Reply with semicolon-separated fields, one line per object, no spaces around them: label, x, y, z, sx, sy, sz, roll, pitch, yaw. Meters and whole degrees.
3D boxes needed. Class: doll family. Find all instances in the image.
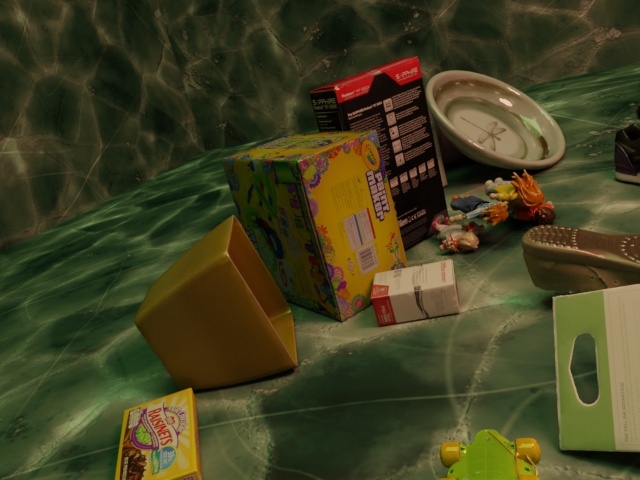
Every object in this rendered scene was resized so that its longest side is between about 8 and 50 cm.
doll family;0.342;-0.068;1.205;0.262;0.118;0.163;-19;19;-10

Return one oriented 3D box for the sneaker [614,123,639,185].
sneaker;0.692;-0.170;1.204;0.107;0.124;0.283;-22;19;-16

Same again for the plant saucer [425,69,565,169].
plant saucer;0.450;-0.303;1.634;0.400;0.101;0.401;13;44;-13

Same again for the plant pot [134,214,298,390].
plant pot;-0.171;0.116;0.986;0.187;0.212;0.212;-29;18;4

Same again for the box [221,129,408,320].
box;-0.013;-0.041;1.145;0.177;0.290;0.279;-26;22;-30

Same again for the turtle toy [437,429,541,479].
turtle toy;0.163;0.224;0.575;0.095;0.066;0.130;-9;19;20

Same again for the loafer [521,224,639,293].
loafer;0.421;0.045;0.862;0.268;0.092;0.102;14;35;27

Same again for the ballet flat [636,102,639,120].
ballet flat;0.845;-0.286;1.471;0.123;0.123;0.348;-10;20;17

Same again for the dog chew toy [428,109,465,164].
dog chew toy;0.355;-0.312;1.807;0.331;0.207;0.206;-7;18;-3

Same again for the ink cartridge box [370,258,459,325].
ink cartridge box;0.157;0.085;1.005;0.135;0.056;0.099;-11;19;15

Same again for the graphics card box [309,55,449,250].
graphics card box;0.132;-0.162;1.253;0.232;0.371;0.094;-28;22;-31

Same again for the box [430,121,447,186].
box;0.222;-0.216;1.639;0.119;0.181;0.182;-28;21;-30

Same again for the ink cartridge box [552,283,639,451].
ink cartridge box;0.349;0.121;0.586;0.056;0.171;0.235;21;-26;-35

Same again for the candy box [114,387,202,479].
candy box;-0.216;0.272;0.816;0.105;0.027;0.206;-15;18;-10
